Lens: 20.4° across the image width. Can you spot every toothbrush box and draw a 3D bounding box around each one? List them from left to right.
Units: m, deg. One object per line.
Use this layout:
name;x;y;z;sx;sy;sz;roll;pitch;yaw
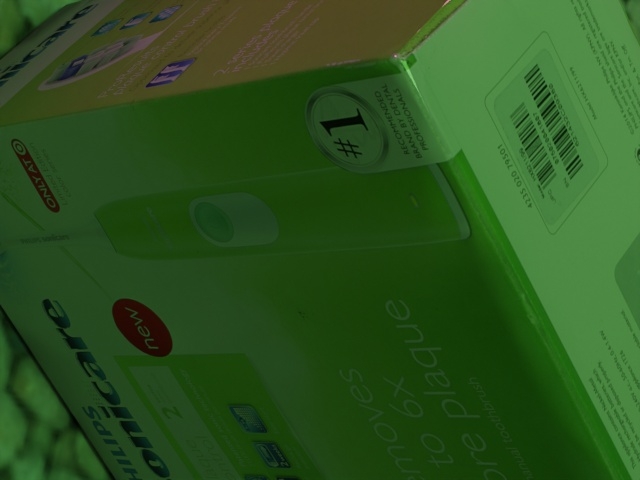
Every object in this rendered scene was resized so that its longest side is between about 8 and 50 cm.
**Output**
toothbrush box;0.000;0.000;0.705;0.122;0.283;0.206;-47;120;-36
